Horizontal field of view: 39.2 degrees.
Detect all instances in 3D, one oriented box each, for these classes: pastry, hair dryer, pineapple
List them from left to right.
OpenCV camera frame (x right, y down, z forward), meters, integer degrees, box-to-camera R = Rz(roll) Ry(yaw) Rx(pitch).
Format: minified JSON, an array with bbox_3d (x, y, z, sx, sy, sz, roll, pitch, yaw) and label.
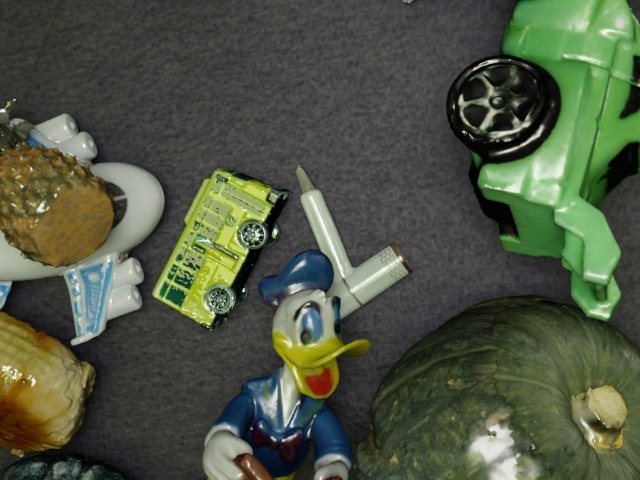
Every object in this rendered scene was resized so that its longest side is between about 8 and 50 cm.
[{"bbox_3d":[-0.357,0.165,1.015,0.193,0.093,0.182,26,138,-5],"label":"pastry"},{"bbox_3d":[-0.324,-0.076,0.932,0.251,0.125,0.125,34,96,25],"label":"pineapple"},{"bbox_3d":[-0.008,0.003,1.037,0.155,0.044,0.183,-35,84,5],"label":"hair dryer"}]

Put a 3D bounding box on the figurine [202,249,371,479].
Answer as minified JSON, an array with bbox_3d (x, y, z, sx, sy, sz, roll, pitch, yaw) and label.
[{"bbox_3d":[-0.055,0.172,0.920,0.205,0.283,0.338,12,97,-3],"label":"figurine"}]

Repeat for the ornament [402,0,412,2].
[{"bbox_3d":[0.152,-0.410,0.894,0.239,0.240,0.239,-21,90,6],"label":"ornament"}]

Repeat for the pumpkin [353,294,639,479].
[{"bbox_3d":[0.195,0.204,0.870,0.291,0.328,0.257,45,135,3],"label":"pumpkin"}]

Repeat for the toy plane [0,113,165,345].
[{"bbox_3d":[-0.304,-0.012,1.022,0.267,0.122,0.266,0,93,3],"label":"toy plane"}]

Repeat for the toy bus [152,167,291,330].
[{"bbox_3d":[-0.110,0.004,1.018,0.101,0.088,0.175,28,97,6],"label":"toy bus"}]

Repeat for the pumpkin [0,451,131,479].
[{"bbox_3d":[-0.291,0.353,1.012,0.233,0.163,0.233,1,109,2],"label":"pumpkin"}]

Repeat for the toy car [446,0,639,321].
[{"bbox_3d":[0.239,-0.124,0.866,0.177,0.213,0.358,14,74,23],"label":"toy car"}]
